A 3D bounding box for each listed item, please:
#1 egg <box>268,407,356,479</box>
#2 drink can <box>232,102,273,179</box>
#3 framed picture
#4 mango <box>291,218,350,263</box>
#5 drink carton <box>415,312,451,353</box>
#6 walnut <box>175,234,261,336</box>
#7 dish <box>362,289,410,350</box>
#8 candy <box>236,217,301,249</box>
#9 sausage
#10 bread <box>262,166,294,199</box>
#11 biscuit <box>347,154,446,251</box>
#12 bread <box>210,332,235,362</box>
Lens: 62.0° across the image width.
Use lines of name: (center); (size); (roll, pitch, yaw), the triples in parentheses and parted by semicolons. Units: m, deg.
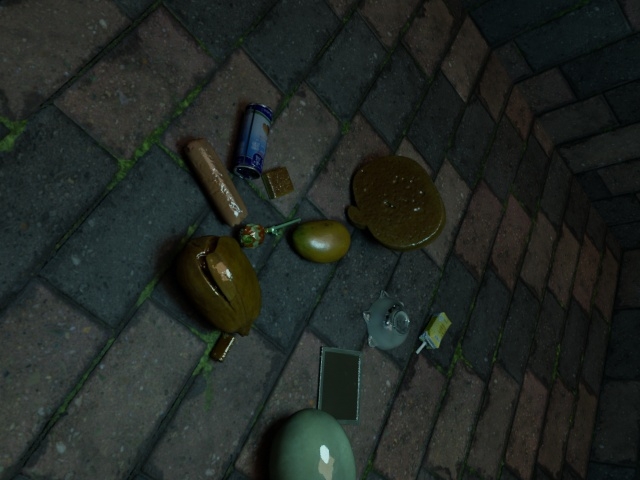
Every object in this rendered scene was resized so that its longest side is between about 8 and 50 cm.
egg: (-0.022, 0.674, 1.560); (0.259, 0.259, 0.351); (4, 80, -40)
drink can: (-0.217, -0.320, 1.715); (0.097, 0.097, 0.235); (22, 66, -35)
framed picture: (0.068, 0.500, 1.833); (0.197, 0.014, 0.252); (17, 70, -37)
mango: (0.003, 0.005, 1.819); (0.221, 0.120, 0.151); (-10, 84, -35)
drink carton: (0.452, 0.382, 2.150); (0.084, 0.075, 0.200); (54, 51, -18)
walnut: (-0.274, 0.135, 1.507); (0.209, 0.209, 0.336); (-41, 120, -38)
dish: (0.267, 0.304, 1.998); (0.228, 0.086, 0.236); (38, 58, -28)
candy: (-0.160, -0.037, 1.734); (0.288, 0.084, 0.077); (-22, 98, -51)
sausage: (-0.313, -0.177, 1.607); (0.086, 0.086, 0.288); (-38, 104, -39)
bread: (-0.142, -0.193, 1.791); (0.094, 0.035, 0.090); (-27, 99, -41)
biscuit: (0.270, -0.133, 1.983); (0.070, 0.351, 0.394); (62, 11, -65)
bread: (-0.283, 0.313, 1.556); (0.083, 0.047, 0.036); (-62, 150, -29)
